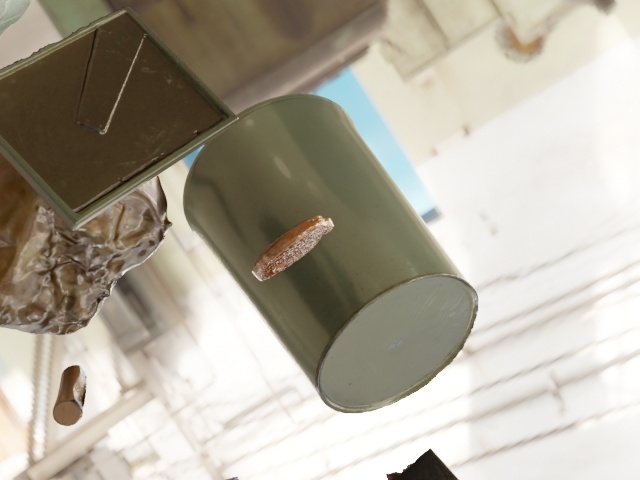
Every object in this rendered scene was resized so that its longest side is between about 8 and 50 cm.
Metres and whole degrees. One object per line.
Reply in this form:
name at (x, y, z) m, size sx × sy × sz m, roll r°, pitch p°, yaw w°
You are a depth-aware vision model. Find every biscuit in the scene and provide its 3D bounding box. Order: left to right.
biscuit at (-0.023, 0.003, 1.085) m, size 0.078 × 0.015 × 0.091 m, roll -34°, pitch 171°, yaw -21°

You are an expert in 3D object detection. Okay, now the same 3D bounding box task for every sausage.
sausage at (-0.215, 0.131, 1.138) m, size 0.026 × 0.026 × 0.116 m, roll -33°, pitch -167°, yaw -1°

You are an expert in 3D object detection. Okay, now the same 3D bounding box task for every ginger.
ginger at (-0.320, -0.048, 1.580) m, size 0.269 × 0.223 × 0.200 m, roll -42°, pitch 139°, yaw 12°

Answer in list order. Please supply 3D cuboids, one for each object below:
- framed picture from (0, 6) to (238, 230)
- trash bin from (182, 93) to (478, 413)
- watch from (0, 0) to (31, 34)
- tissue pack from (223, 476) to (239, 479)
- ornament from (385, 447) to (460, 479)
framed picture at (-0.238, -0.142, 1.441) m, size 0.265 × 0.192 × 0.018 m, roll -38°, pitch 173°, yaw -41°
trash bin at (0.000, 0.000, 1.807) m, size 0.280 × 0.432 × 0.280 m, roll -21°, pitch 139°, yaw -19°
watch at (-0.351, -0.235, 1.045) m, size 0.162 × 0.241 × 0.253 m, roll -13°, pitch -128°, yaw 56°
tissue pack at (-0.139, 0.513, 1.730) m, size 0.242 × 0.338 × 0.160 m, roll -34°, pitch 173°, yaw 39°
ornament at (0.197, 0.443, 2.321) m, size 0.153 × 0.166 × 0.196 m, roll -42°, pitch 174°, yaw 12°
